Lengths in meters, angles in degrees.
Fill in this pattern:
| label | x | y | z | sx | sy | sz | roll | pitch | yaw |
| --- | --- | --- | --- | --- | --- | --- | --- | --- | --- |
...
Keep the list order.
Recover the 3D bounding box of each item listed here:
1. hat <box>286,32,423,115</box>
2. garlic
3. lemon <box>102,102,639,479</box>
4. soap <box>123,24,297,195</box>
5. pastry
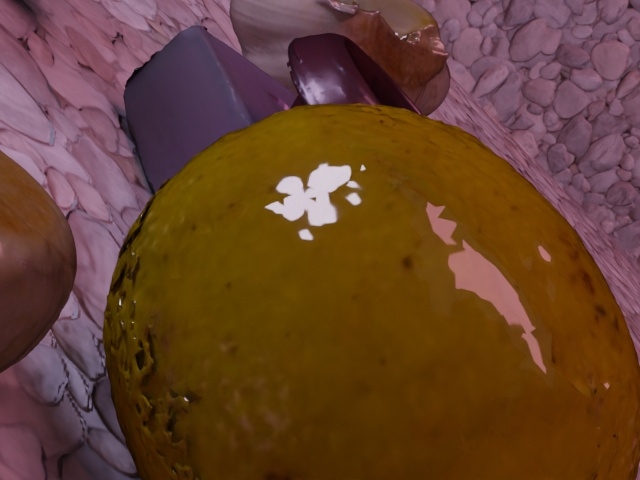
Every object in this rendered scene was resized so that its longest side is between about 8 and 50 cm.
| label | x | y | z | sx | sy | sz | roll | pitch | yaw |
| --- | --- | --- | --- | --- | --- | --- | --- | --- | --- |
| hat | 0.032 | -0.050 | 0.884 | 0.205 | 0.089 | 0.205 | 47 | 15 | -16 |
| garlic | 0.009 | -0.183 | 1.386 | 0.281 | 0.184 | 0.203 | -4 | 24 | -46 |
| lemon | 0.029 | 0.070 | 0.658 | 0.310 | 0.258 | 0.258 | 48 | 14 | 21 |
| soap | 0.000 | 0.000 | 1.028 | 0.296 | 0.107 | 0.285 | 31 | 22 | -46 |
| pastry | -0.182 | -0.004 | 0.575 | 0.156 | 0.092 | 0.156 | 42 | 10 | -9 |
